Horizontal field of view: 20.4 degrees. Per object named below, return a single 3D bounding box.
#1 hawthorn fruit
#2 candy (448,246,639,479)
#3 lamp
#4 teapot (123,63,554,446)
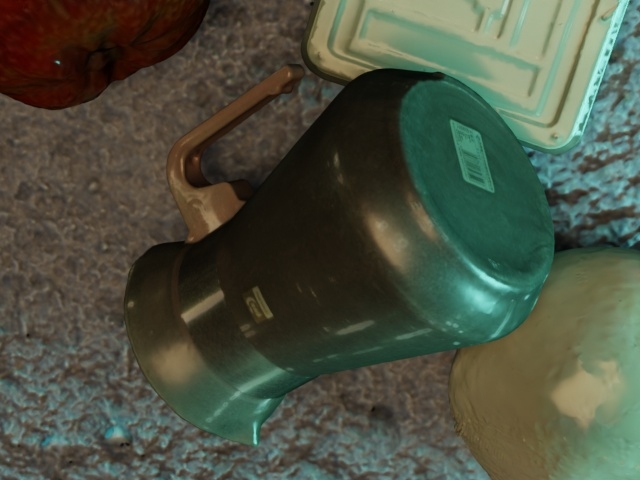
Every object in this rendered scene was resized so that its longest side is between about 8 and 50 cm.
[{"bbox_3d":[-0.227,-0.267,1.545,0.275,0.275,0.299,-14,101,15],"label":"hawthorn fruit"},{"bbox_3d":[0.260,0.141,1.605,0.295,0.185,0.295,2,101,11],"label":"candy"},{"bbox_3d":[0.141,-0.237,1.586,0.269,0.047,0.266,19,109,5],"label":"lamp"},{"bbox_3d":[0.000,0.000,1.574,0.344,0.253,0.300,-31,77,31],"label":"teapot"}]
